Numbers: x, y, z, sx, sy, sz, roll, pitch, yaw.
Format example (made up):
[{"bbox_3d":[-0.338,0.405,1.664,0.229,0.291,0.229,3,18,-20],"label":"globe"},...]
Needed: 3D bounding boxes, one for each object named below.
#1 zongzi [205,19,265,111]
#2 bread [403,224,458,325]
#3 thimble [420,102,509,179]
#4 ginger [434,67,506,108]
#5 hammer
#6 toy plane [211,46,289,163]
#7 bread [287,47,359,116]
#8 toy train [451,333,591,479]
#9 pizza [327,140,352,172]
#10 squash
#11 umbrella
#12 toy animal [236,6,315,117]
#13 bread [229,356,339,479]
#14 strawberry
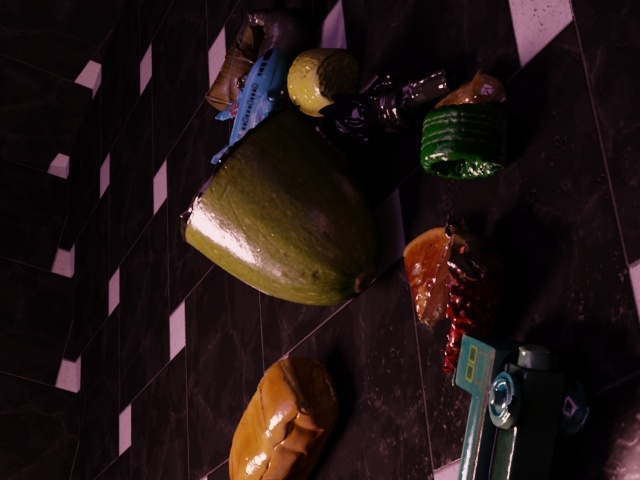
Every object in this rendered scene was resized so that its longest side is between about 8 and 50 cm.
[{"bbox_3d":[-0.118,-0.361,2.371,0.242,0.112,0.221,23,92,44],"label":"zongzi"},{"bbox_3d":[0.165,0.037,1.662,0.136,0.054,0.154,40,114,60],"label":"bread"},{"bbox_3d":[0.203,-0.139,1.559,0.130,0.118,0.090,-1,77,38],"label":"thimble"},{"bbox_3d":[0.223,-0.211,1.624,0.137,0.044,0.057,-25,31,55],"label":"ginger"},{"bbox_3d":[0.050,-0.235,1.991,0.182,0.017,0.062,-46,40,33],"label":"hammer"},{"bbox_3d":[-0.123,-0.239,2.116,0.271,0.105,0.254,-60,34,13],"label":"toy plane"},{"bbox_3d":[0.005,-0.300,2.058,0.114,0.111,0.129,1,89,58],"label":"bread"},{"bbox_3d":[0.231,0.268,1.387,0.194,0.120,0.298,-158,77,-73],"label":"toy train"},{"bbox_3d":[0.000,-0.118,2.076,0.195,0.052,0.185,127,145,-48],"label":"pizza"},{"bbox_3d":[-0.027,-0.022,1.887,0.309,0.310,0.310,41,133,9],"label":"squash"},{"bbox_3d":[0.115,-0.222,1.811,0.340,0.118,0.118,-18,67,57],"label":"umbrella"},{"bbox_3d":[-0.083,-0.304,2.233,0.168,0.106,0.343,-9,78,42],"label":"toy animal"},{"bbox_3d":[-0.070,0.354,1.998,0.167,0.132,0.294,-101,28,-49],"label":"bread"},{"bbox_3d":[0.214,0.079,1.535,0.167,0.087,0.208,-80,-11,-47],"label":"strawberry"}]
